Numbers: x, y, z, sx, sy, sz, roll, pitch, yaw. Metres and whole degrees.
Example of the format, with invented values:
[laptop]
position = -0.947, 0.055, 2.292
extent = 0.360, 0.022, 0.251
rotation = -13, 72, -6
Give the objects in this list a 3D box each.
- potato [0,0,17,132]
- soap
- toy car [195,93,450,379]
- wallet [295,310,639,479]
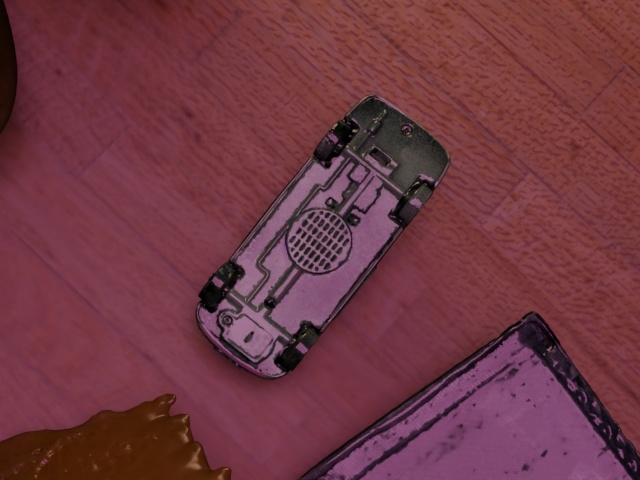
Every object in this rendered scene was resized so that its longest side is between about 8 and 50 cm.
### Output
[potato]
position = -0.337, -0.182, 1.127
extent = 0.173, 0.210, 0.307
rotation = -36, 90, 27
[soap]
position = -0.086, 0.234, 1.005
extent = 0.169, 0.304, 0.339
rotation = -31, 83, -17
[toy car]
position = 0.000, 0.000, 1.186
extent = 0.090, 0.076, 0.224
rotation = 39, 83, 1
[wallet]
position = 0.158, 0.255, 1.154
extent = 0.237, 0.075, 0.342
rotation = -36, 86, -7
